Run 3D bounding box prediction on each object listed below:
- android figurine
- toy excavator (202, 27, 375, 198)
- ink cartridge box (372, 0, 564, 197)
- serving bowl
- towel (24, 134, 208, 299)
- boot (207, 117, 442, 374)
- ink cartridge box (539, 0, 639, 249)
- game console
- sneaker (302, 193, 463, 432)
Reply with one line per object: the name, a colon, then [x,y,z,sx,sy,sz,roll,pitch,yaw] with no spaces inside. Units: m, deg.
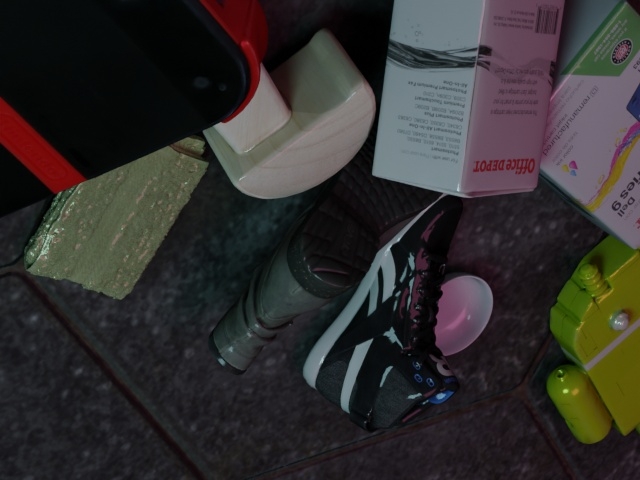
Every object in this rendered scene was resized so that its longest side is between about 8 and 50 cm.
android figurine: [0.323,0.084,1.797,0.248,0.056,0.273,-39,134,-7]
toy excavator: [-0.065,-0.257,1.250,0.433,0.222,0.445,15,122,-40]
ink cartridge box: [0.119,-0.142,1.430,0.148,0.086,0.203,-5,106,-60]
serving bowl: [0.115,0.062,1.658,0.083,0.027,0.083,-17,126,-25]
towel: [-0.158,-0.028,1.419,0.110,0.027,0.148,21,103,-41]
boot: [0.000,0.000,1.501,0.161,0.083,0.246,-41,-175,42]
ink cartridge box: [0.245,-0.112,1.595,0.154,0.093,0.212,-51,134,3]
game console: [-0.255,-0.159,1.158,0.342,0.060,0.386,-20,136,23]
sneaker: [0.089,0.069,1.572,0.217,0.121,0.079,-58,155,15]
